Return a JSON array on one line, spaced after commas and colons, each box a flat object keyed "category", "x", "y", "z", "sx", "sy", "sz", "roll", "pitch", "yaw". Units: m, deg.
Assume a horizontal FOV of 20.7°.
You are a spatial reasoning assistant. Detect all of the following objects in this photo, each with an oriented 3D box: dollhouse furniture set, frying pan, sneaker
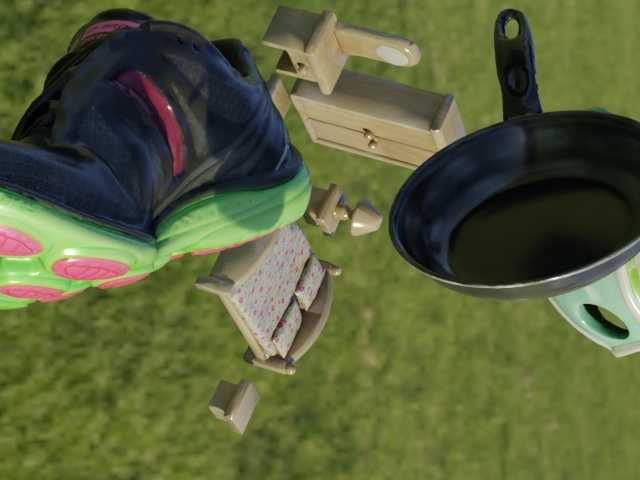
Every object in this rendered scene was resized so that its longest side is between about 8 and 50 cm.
[{"category": "dollhouse furniture set", "x": 0.000, "y": 0.000, "z": 1.759, "sx": 0.356, "sy": 0.173, "sz": 0.303, "roll": -66, "pitch": 157, "yaw": -20}, {"category": "frying pan", "x": 0.122, "y": -0.052, "z": 1.227, "sx": 0.326, "sy": 0.197, "sz": 0.053, "roll": -126, "pitch": -166, "yaw": -56}, {"category": "sneaker", "x": -0.172, "y": -0.068, "z": 1.313, "sx": 0.483, "sy": 0.185, "sz": 0.202, "roll": -21, "pitch": 97, "yaw": -67}]

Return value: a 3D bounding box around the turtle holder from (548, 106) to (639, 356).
[{"category": "turtle holder", "x": 0.339, "y": -0.021, "z": 1.679, "sx": 0.243, "sy": 0.320, "sz": 0.227, "roll": -6, "pitch": 79, "yaw": -50}]
